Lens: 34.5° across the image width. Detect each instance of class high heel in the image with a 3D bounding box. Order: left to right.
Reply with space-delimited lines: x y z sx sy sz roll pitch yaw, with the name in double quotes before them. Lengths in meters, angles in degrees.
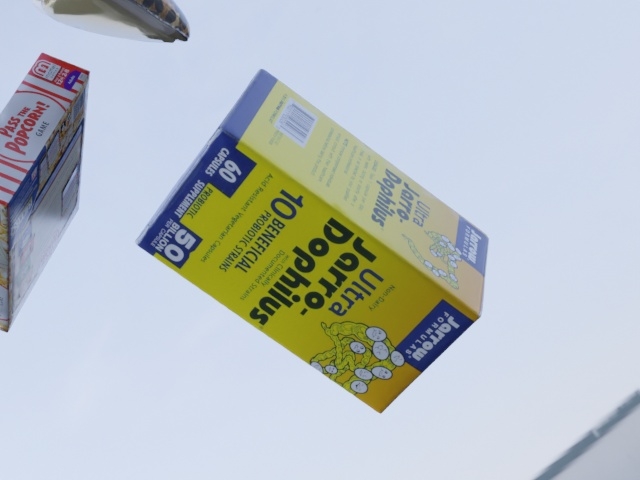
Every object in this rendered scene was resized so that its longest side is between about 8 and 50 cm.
"high heel" -0.184 -0.264 0.759 0.093 0.186 0.261 -5 -19 44

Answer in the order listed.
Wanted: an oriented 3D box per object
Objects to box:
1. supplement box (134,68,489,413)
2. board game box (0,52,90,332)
"supplement box" 0.000 0.000 1.227 0.194 0.356 0.195 -50 10 30
"board game box" -0.242 -0.034 0.843 0.193 0.045 0.146 114 178 -53
